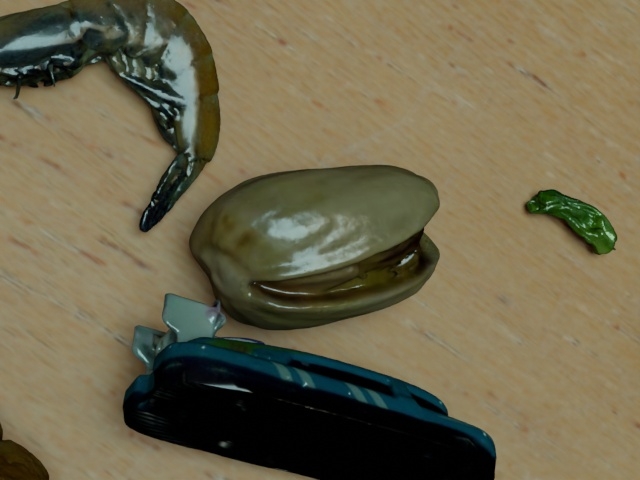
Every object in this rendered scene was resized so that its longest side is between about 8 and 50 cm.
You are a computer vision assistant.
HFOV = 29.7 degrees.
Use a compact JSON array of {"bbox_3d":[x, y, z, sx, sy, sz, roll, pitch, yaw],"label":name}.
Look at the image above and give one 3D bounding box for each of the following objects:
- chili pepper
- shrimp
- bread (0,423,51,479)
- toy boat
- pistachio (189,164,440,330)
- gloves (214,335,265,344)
[{"bbox_3d":[0.227,-0.019,1.072,0.091,0.030,0.034,32,101,-7],"label":"chili pepper"},{"bbox_3d":[-0.201,-0.093,0.952,0.262,0.051,0.198,-14,88,-20],"label":"shrimp"},{"bbox_3d":[-0.312,0.213,0.840,0.247,0.135,0.232,17,92,-15],"label":"bread"},{"bbox_3d":[0.003,0.124,0.937,0.299,0.134,0.092,19,53,-24],"label":"toy boat"},{"bbox_3d":[0.000,0.000,0.966,0.206,0.129,0.131,-12,41,-21],"label":"pistachio"},{"bbox_3d":[-0.077,0.108,0.974,0.086,0.026,0.064,11,81,-20],"label":"gloves"}]
